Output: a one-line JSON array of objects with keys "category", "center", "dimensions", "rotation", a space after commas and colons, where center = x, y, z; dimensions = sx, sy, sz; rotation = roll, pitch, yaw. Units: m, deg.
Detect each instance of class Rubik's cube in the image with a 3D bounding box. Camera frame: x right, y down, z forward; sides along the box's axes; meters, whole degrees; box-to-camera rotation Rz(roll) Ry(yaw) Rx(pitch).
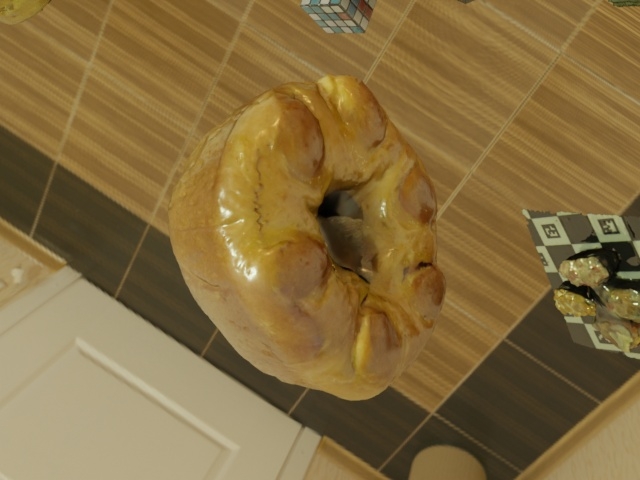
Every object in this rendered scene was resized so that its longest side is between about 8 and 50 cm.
[{"category": "Rubik's cube", "center": [0.036, -0.433, 1.146], "dimensions": [0.092, 0.092, 0.092], "rotation": [15, 82, 38]}]

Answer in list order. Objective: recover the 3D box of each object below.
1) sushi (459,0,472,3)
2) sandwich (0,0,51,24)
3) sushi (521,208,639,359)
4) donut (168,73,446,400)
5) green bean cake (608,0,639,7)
[{"category": "sushi", "center": [0.315, -0.580, 1.416], "dimensions": [0.056, 0.084, 0.083], "rotation": [-27, 133, -14]}, {"category": "sandwich", "center": [-0.255, -0.259, 0.467], "dimensions": [0.215, 0.065, 0.186], "rotation": [17, 90, 32]}, {"category": "sushi", "center": [0.327, 0.067, 0.739], "dimensions": [0.193, 0.040, 0.210], "rotation": [9, 130, 56]}, {"category": "donut", "center": [0.000, 0.000, 0.643], "dimensions": [0.150, 0.299, 0.317], "rotation": [-6, 94, 39]}, {"category": "green bean cake", "center": [0.690, -0.694, 1.469], "dimensions": [0.169, 0.300, 0.307], "rotation": [-33, 117, -7]}]
